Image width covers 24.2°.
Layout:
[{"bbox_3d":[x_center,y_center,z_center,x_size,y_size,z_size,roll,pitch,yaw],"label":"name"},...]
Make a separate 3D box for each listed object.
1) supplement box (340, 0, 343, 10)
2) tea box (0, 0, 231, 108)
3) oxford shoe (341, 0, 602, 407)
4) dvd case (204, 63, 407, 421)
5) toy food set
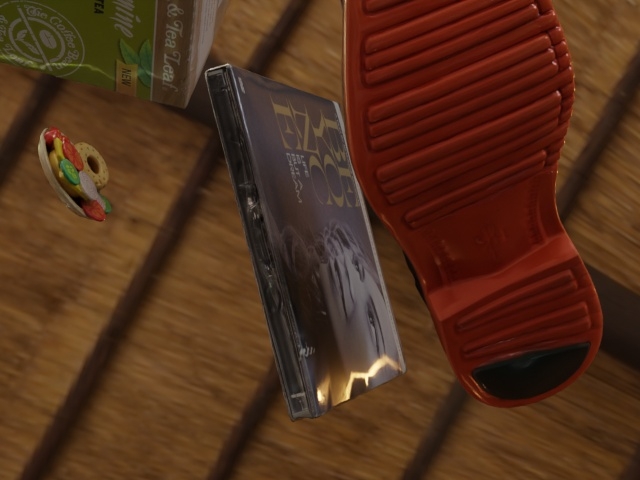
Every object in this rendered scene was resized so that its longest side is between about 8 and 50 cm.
[{"bbox_3d":[0.050,-0.164,1.096,0.043,0.083,0.055,-34,-143,-29],"label":"supplement box"},{"bbox_3d":[-0.242,-0.348,1.452,0.323,0.329,0.220,14,-131,3],"label":"tea box"},{"bbox_3d":[0.055,-0.046,0.654,0.097,0.271,0.098,-19,-140,-4],"label":"oxford shoe"},{"bbox_3d":[0.000,0.000,0.773,0.018,0.221,0.164,-15,-93,13],"label":"dvd case"},{"bbox_3d":[-0.189,-0.051,1.154,0.020,0.083,0.082,-27,-128,13],"label":"toy food set"}]
